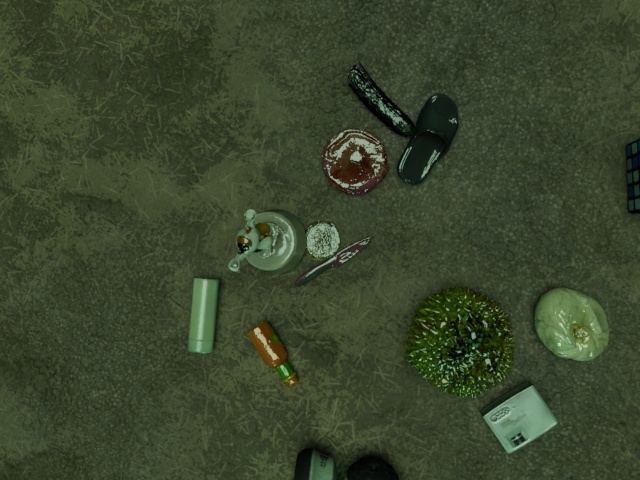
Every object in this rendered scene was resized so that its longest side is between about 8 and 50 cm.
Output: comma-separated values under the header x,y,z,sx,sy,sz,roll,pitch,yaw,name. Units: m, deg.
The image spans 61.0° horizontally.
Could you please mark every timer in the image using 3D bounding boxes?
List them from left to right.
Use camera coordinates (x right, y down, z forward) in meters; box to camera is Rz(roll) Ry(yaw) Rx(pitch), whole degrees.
x,y,z,sx,sy,sz,roll,pitch,yaw,name
-0.150,0.000,1.365,0.175,0.266,0.175,0,89,12,timer

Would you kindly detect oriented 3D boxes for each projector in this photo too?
x,y,z,sx,sy,sz,roll,pitch,yaw,name
0.497,0.442,1.366,0.147,0.061,0.115,-35,83,6,projector

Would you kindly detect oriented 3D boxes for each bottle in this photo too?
x,y,z,sx,sy,sz,roll,pitch,yaw,name
-0.320,0.202,1.487,0.072,0.072,0.202,5,89,8,bottle
-0.122,0.307,1.459,0.069,0.069,0.187,-34,86,6,bottle

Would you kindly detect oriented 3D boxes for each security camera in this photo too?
x,y,z,sx,sy,sz,roll,pitch,yaw,name
0.069,0.636,1.364,0.277,0.197,0.191,7,101,2,security camera

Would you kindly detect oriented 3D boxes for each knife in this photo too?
x,y,z,sx,sy,sz,roll,pitch,yaw,name
0.035,0.059,1.464,0.247,0.018,0.035,-31,98,8,knife

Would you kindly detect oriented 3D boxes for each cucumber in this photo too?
x,y,z,sx,sy,sz,roll,pitch,yaw,name
0.159,-0.360,1.439,0.067,0.067,0.245,-40,84,5,cucumber

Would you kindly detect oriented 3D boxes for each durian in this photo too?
x,y,z,sx,sy,sz,roll,pitch,yaw,name
0.331,0.242,1.326,0.290,0.225,0.291,-7,114,-17,durian

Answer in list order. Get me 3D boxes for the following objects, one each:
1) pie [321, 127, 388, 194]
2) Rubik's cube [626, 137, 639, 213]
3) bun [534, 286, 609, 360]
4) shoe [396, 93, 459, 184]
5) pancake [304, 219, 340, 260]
x,y,z,sx,sy,sz,roll,pitch,yaw,name
0.090,-0.211,1.451,0.182,0.049,0.183,0,87,3,pie
0.849,-0.161,1.271,0.184,0.187,0.182,-2,88,7,Rubik's cube
0.615,0.205,1.331,0.163,0.111,0.188,-13,83,5,bun
0.287,-0.252,1.388,0.108,0.093,0.241,25,97,-17,shoe
0.000,0.000,1.476,0.114,0.011,0.115,0,88,8,pancake
